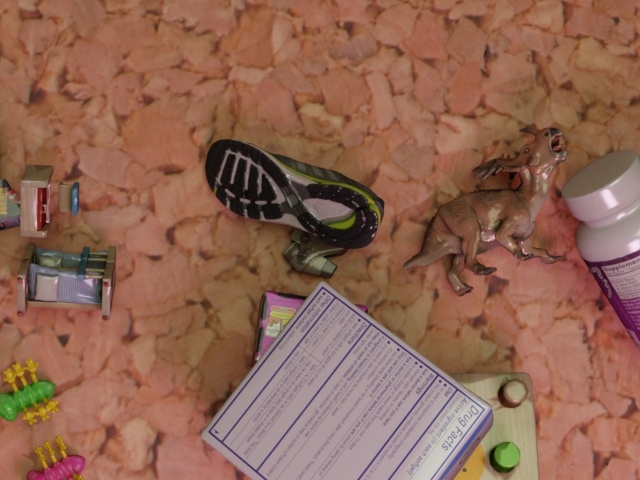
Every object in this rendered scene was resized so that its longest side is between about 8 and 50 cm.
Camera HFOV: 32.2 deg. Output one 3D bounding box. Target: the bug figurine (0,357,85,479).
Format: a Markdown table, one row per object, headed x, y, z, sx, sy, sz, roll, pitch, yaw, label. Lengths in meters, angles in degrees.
| x | y | z | sx | sy | sz | roll | pitch | yaw | label |
| --- | --- | --- | --- | --- | --- | --- | --- | --- | --- |
| -0.450 | 0.301 | 1.553 | 0.216 | 0.072 | 0.279 | -23 | 78 | -19 | bug figurine |

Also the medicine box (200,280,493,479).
| x | y | z | sx | sy | sz | roll | pitch | yaw | label |
| --- | --- | --- | --- | --- | --- | --- | --- | --- | --- |
| 0.040 | 0.251 | 1.479 | 0.289 | 0.149 | 0.263 | 36 | 82 | 16 | medicine box |

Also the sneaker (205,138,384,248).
| x | y | z | sx | sy | sz | roll | pitch | yaw | label |
| --- | --- | --- | --- | --- | --- | --- | --- | --- | --- |
| -0.037 | -0.073 | 1.679 | 0.300 | 0.121 | 0.111 | 25 | 106 | 14 | sneaker |

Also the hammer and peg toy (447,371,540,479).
| x | y | z | sx | sy | sz | roll | pitch | yaw | label |
| --- | --- | --- | --- | --- | --- | --- | --- | --- | --- |
| 0.181 | 0.369 | 1.577 | 0.266 | 0.127 | 0.361 | -1 | 74 | 1 | hammer and peg toy |

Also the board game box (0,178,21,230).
| x | y | z | sx | sy | sz | roll | pitch | yaw | label |
| --- | --- | --- | --- | --- | --- | --- | --- | --- | --- |
| -0.523 | -0.080 | 1.626 | 0.194 | 0.060 | 0.194 | 0 | 78 | -10 | board game box |

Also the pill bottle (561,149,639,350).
| x | y | z | sx | sy | sz | roll | pitch | yaw | label |
| --- | --- | --- | --- | --- | --- | --- | --- | --- | --- |
| 0.487 | 0.020 | 1.660 | 0.169 | 0.169 | 0.301 | -38 | 105 | -14 | pill bottle |

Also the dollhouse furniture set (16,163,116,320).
| x | y | z | sx | sy | sz | roll | pitch | yaw | label |
| --- | --- | --- | --- | --- | --- | --- | --- | --- | --- |
| -0.355 | 0.003 | 1.558 | 0.129 | 0.129 | 0.184 | 2 | 111 | -8 | dollhouse furniture set |

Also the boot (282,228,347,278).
| x | y | z | sx | sy | sz | roll | pitch | yaw | label |
| --- | --- | --- | --- | --- | --- | --- | --- | --- | --- |
| 0.000 | 0.000 | 1.700 | 0.087 | 0.042 | 0.118 | 30 | 69 | 6 | boot |

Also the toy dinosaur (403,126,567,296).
| x | y | z | sx | sy | sz | roll | pitch | yaw | label |
| --- | --- | --- | --- | --- | --- | --- | --- | --- | --- |
| 0.252 | -0.041 | 1.709 | 0.295 | 0.127 | 0.200 | -21 | 74 | 1 | toy dinosaur |

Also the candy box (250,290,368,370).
| x | y | z | sx | sy | sz | roll | pitch | yaw | label |
| --- | --- | --- | --- | --- | --- | --- | --- | --- | --- |
| -0.024 | 0.203 | 1.636 | 0.159 | 0.071 | 0.233 | 9 | 77 | -6 | candy box |
